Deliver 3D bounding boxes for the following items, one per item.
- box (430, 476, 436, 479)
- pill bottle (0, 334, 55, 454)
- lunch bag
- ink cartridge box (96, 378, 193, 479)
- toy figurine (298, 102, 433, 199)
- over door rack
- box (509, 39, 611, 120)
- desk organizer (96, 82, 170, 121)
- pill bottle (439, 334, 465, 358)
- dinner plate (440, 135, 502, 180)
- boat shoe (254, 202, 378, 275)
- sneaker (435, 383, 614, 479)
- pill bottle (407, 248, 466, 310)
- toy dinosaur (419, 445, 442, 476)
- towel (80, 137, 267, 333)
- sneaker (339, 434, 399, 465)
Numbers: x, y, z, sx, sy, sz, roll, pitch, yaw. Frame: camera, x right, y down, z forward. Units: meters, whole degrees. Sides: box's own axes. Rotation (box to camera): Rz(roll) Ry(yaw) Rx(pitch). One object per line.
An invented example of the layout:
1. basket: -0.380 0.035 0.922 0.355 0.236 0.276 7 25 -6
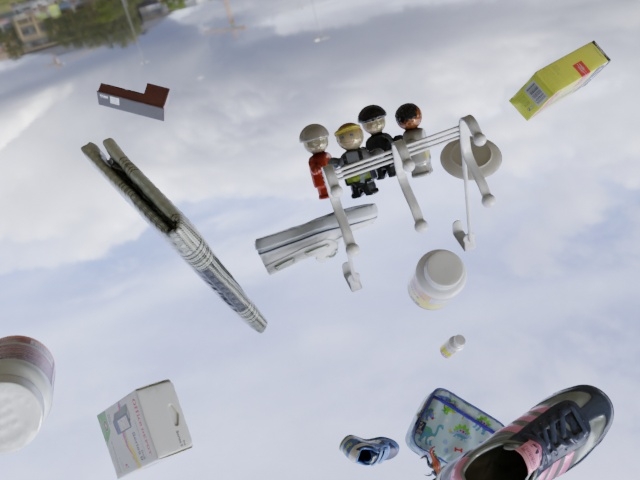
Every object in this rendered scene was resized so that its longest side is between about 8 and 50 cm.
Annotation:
1. box: 0.273 0.440 1.271 0.184 0.190 0.045 -34 -116 -3
2. pill bottle: -0.453 0.220 0.991 0.121 0.121 0.221 -22 -167 -16
3. lunch bag: 0.330 0.473 1.653 0.219 0.090 0.176 33 -115 4
4. ink cartridge box: -0.380 0.407 1.462 0.093 0.154 0.212 -9 162 -46
5. toy figurine: 0.086 -0.171 1.255 0.213 0.148 0.209 -19 -169 -21
6. over door rack: 0.144 -0.031 1.074 0.240 0.324 0.108 -19 -124 -3
7. box: 0.467 -0.312 1.318 0.232 0.058 0.087 -30 167 -37
8. desk organizer: -0.362 -0.281 1.325 0.130 0.047 0.050 14 -115 -7
9. pill bottle: 0.348 0.277 1.781 0.043 0.083 0.043 9 -123 -14
10. dinner plate: 0.347 -0.195 1.568 0.141 0.017 0.141 -4 -129 5
11. boat shoe: 0.000 0.000 1.150 0.226 0.075 0.083 -17 -174 23
12. sneaker: 0.324 0.316 1.017 0.319 0.112 0.131 -30 163 -12
13. pill bottle: 0.272 0.090 1.586 0.117 0.117 0.215 -17 165 -5
14. toy dinosaur: 0.262 0.529 1.560 0.047 0.090 0.082 -24 -123 -7
15. towel: -0.231 -0.012 1.113 0.056 0.312 0.324 -45 -129 -10
16. sneaker: 0.109 0.441 1.410 0.144 0.053 0.059 11 -169 -30
